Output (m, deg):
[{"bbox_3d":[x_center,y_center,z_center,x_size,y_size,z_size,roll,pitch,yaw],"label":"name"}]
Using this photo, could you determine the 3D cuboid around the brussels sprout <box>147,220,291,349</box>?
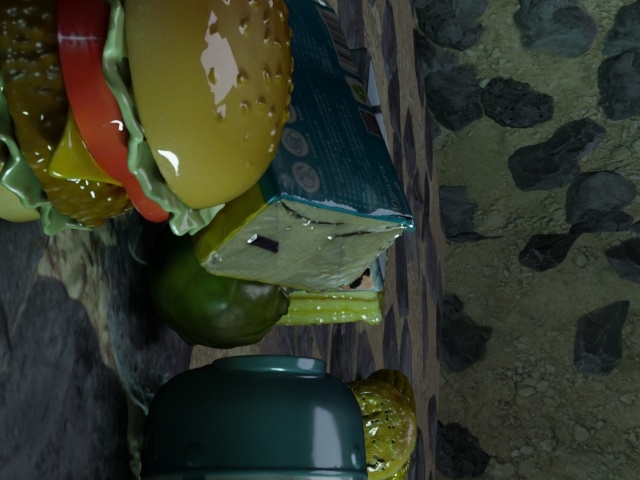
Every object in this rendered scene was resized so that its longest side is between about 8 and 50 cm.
[{"bbox_3d":[-0.111,0.029,1.077,0.122,0.149,0.152,10,38,-46],"label":"brussels sprout"}]

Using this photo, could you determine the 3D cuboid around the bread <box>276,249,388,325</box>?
[{"bbox_3d":[0.000,0.000,1.474,0.234,0.184,0.111,-80,169,-47],"label":"bread"}]

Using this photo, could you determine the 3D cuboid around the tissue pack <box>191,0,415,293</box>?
[{"bbox_3d":[-0.047,-0.100,1.021,0.192,0.134,0.271,11,50,-43],"label":"tissue pack"}]

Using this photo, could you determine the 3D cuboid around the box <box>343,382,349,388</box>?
[{"bbox_3d":[-0.022,0.393,1.533,0.373,0.090,0.367,8,81,-79],"label":"box"}]

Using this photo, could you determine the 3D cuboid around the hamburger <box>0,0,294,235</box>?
[{"bbox_3d":[-0.127,-0.136,0.803,0.274,0.212,0.275,-2,90,-78],"label":"hamburger"}]

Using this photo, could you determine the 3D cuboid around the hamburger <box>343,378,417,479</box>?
[{"bbox_3d":[0.064,0.303,1.790,0.185,0.177,0.113,46,5,12],"label":"hamburger"}]

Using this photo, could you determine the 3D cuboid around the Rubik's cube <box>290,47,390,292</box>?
[{"bbox_3d":[-0.032,-0.076,1.274,0.207,0.205,0.205,72,19,-49],"label":"Rubik's cube"}]

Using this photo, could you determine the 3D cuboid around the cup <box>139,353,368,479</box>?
[{"bbox_3d":[-0.073,0.255,1.068,0.289,0.219,0.258,144,-52,-67],"label":"cup"}]

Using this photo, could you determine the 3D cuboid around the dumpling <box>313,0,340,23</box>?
[{"bbox_3d":[-0.016,-0.288,1.634,0.149,0.104,0.217,-72,157,-58],"label":"dumpling"}]

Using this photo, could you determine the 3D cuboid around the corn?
[{"bbox_3d":[0.118,0.356,2.123,0.344,0.131,0.131,-72,157,-65],"label":"corn"}]
